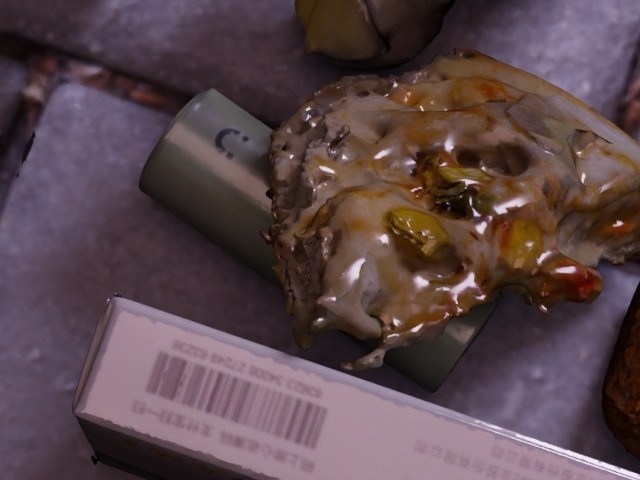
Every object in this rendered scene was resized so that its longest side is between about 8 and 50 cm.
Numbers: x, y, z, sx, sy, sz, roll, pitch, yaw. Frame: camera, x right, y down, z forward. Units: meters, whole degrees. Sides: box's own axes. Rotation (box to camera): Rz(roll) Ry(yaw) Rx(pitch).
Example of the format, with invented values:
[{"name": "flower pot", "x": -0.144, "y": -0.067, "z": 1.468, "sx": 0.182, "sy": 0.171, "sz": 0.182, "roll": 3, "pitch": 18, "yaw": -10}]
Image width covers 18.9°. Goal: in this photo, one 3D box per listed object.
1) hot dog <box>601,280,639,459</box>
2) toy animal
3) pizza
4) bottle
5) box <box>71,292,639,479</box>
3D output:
[{"name": "hot dog", "x": 0.212, "y": 0.066, "z": 1.054, "sx": 0.099, "sy": 0.065, "sz": 0.147, "roll": 19, "pitch": 68, "yaw": 1}, {"name": "toy animal", "x": 0.084, "y": -0.189, "z": 1.065, "sx": 0.233, "sy": 0.169, "sz": 0.121, "roll": -26, "pitch": 66, "yaw": -10}, {"name": "pizza", "x": 0.062, "y": -0.023, "z": 0.997, "sx": 0.189, "sy": 0.071, "sz": 0.297, "roll": 42, "pitch": 41, "yaw": 22}, {"name": "bottle", "x": 0.000, "y": 0.000, "z": 1.058, "sx": 0.201, "sy": 0.072, "sz": 0.072, "roll": 35, "pitch": 76, "yaw": 6}, {"name": "box", "x": 0.051, "y": 0.127, "z": 0.962, "sx": 0.343, "sy": 0.200, "sz": 0.065, "roll": 19, "pitch": 77, "yaw": 1}]
